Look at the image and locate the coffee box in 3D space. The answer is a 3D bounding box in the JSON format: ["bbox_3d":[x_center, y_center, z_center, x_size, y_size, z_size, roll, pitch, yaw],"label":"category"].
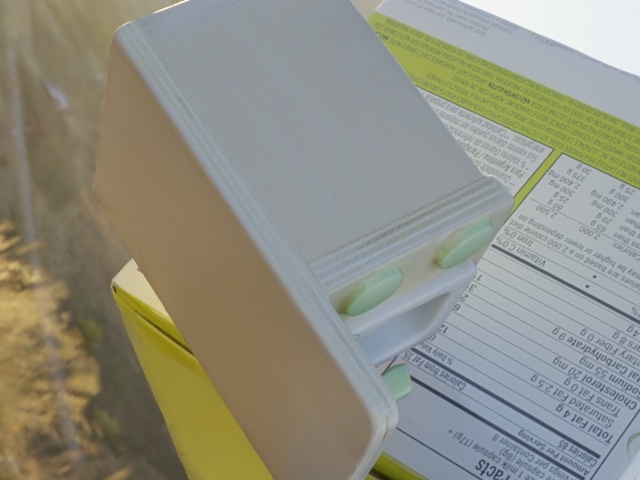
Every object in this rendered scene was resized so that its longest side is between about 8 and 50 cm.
[{"bbox_3d":[0.111,0.087,0.998,0.338,0.334,0.337,29,-27,26],"label":"coffee box"}]

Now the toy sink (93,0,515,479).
[{"bbox_3d":[0.000,0.000,0.717,0.234,0.131,0.153,55,-26,19],"label":"toy sink"}]
